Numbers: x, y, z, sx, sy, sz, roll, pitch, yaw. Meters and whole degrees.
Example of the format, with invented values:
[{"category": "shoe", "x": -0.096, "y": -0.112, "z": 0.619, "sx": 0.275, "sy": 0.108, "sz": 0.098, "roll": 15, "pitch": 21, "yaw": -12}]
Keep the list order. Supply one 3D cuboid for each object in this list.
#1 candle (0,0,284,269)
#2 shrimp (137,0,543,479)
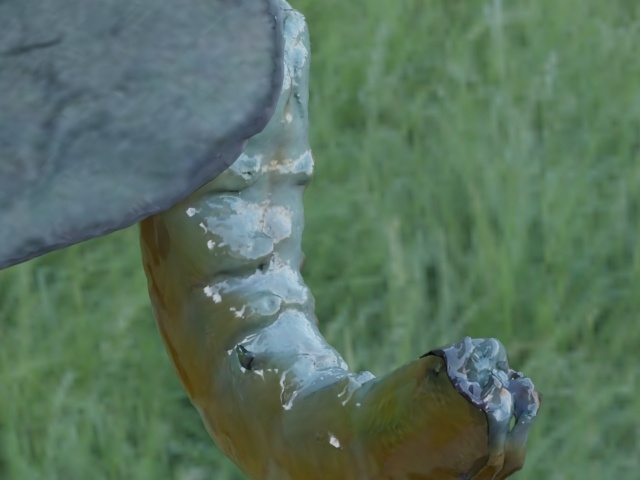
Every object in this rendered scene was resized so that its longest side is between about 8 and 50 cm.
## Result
[{"category": "candle", "x": -0.112, "y": -0.048, "z": 0.414, "sx": 0.192, "sy": 0.168, "sz": 0.068, "roll": 18, "pitch": 38, "yaw": -30}, {"category": "shrimp", "x": 0.000, "y": 0.000, "z": 0.540, "sx": 0.049, "sy": 0.161, "sz": 0.166, "roll": -4, "pitch": 9, "yaw": -33}]
